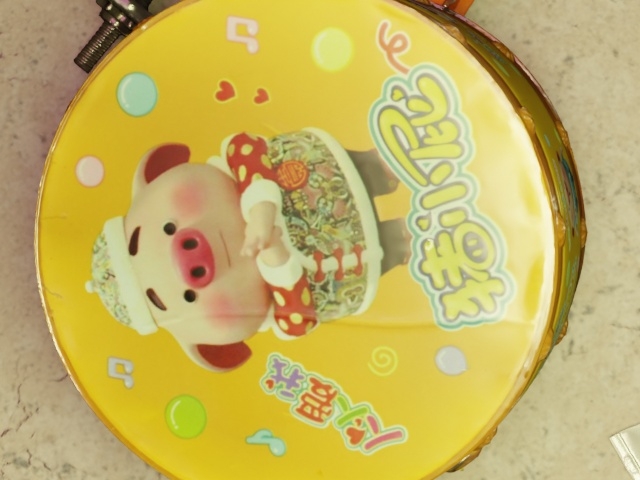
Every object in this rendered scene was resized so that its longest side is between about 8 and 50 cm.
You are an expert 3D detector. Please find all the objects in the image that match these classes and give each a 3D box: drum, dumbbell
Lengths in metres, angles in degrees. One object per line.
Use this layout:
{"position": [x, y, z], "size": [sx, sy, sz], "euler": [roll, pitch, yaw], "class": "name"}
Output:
{"position": [0.000, 0.000, 1.275], "size": [0.431, 0.214, 0.431], "euler": [1, 95, 15], "class": "drum"}
{"position": [-0.146, -0.261, 1.500], "size": [0.081, 0.081, 0.254], "euler": [39, 88, 18], "class": "dumbbell"}

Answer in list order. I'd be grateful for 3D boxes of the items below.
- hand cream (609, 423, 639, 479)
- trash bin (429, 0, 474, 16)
{"position": [0.350, 0.139, 1.324], "size": [0.216, 0.038, 0.052], "euler": [-31, 48, 9], "class": "hand cream"}
{"position": [0.044, -0.289, 1.410], "size": [0.239, 0.161, 0.184], "euler": [37, 119, 10], "class": "trash bin"}
